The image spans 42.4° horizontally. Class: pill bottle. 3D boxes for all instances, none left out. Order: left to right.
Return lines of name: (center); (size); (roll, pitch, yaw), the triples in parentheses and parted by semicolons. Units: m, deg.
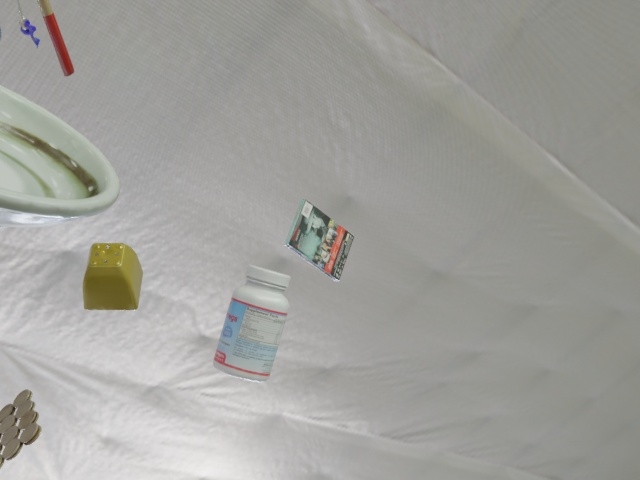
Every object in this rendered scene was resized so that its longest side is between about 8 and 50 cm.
pill bottle: (-0.097, 0.121, 1.216); (0.087, 0.087, 0.160); (17, -93, -40)

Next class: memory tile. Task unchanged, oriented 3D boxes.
memory tile: (-0.509, 0.313, 1.353); (0.113, 0.148, 0.012); (-43, -59, -5)

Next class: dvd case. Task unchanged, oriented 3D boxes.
dvd case: (0.000, 0.000, 1.329); (0.013, 0.087, 0.119); (-9, -36, 47)

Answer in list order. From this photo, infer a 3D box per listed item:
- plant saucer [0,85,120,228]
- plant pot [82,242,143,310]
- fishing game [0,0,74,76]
plant saucer: (-0.447, -0.109, 0.998); (0.401, 0.400, 0.100); (18, -71, -40)
plant pot: (-0.316, 0.048, 1.241); (0.081, 0.081, 0.083); (0, -45, -4)
fishing game: (-0.307, -0.169, 0.564); (0.264, 0.041, 0.189); (1, -55, 17)
